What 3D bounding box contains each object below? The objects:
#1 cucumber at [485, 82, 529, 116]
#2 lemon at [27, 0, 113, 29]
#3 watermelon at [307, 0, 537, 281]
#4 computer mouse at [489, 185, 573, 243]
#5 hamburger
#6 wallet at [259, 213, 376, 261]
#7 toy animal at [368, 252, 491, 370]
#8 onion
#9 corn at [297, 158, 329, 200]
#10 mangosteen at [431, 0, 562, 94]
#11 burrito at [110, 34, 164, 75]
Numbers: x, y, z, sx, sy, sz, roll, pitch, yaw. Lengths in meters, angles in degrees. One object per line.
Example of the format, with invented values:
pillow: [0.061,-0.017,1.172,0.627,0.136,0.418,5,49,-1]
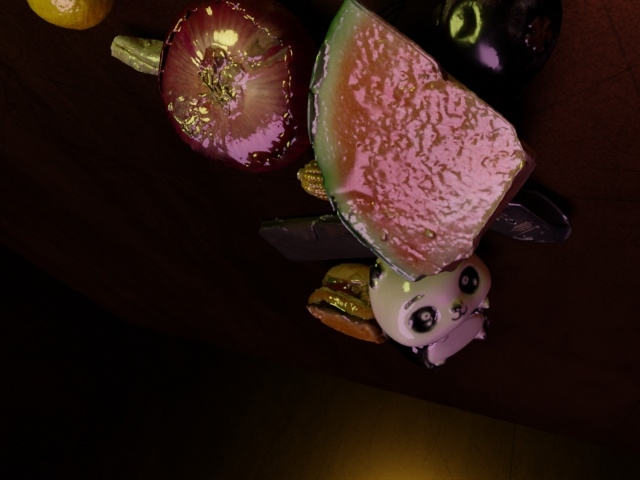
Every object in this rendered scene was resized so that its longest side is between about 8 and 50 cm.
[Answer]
cucumber: [0.240,-0.185,0.725,0.034,0.033,0.135,-12,161,-11]
lemon: [-0.333,-0.337,0.741,0.133,0.109,0.109,1,152,17]
watermelon: [0.102,-0.090,0.686,0.292,0.222,0.319,38,-169,4]
computer mouse: [0.326,-0.048,0.917,0.192,0.062,0.106,22,156,-20]
hamburger: [0.097,0.156,1.421,0.244,0.163,0.244,21,164,6]
wallet: [0.000,0.000,1.299,0.310,0.042,0.165,-3,150,41]
toy animal: [0.214,0.113,1.147,0.251,0.251,0.310,8,146,25]
onion: [-0.100,-0.207,0.750,0.248,0.248,0.161,11,-171,19]
corn: [0.075,-0.096,0.987,0.238,0.080,0.080,13,156,9]
mangosteen: [0.172,-0.227,0.584,0.151,0.137,0.137,39,175,45]
burrito: [-0.207,-0.273,0.858,0.230,0.063,0.058,9,116,5]
